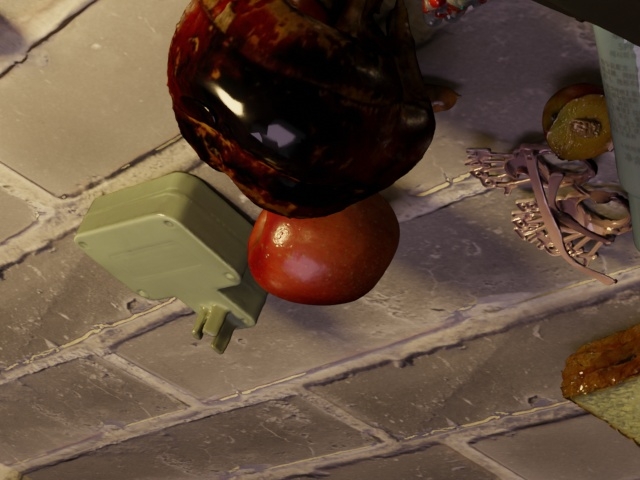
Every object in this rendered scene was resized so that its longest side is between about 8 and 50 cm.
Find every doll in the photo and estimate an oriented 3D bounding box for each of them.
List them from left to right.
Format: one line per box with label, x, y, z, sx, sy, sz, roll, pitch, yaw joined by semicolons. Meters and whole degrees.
doll;0.140;-0.263;1.449;0.094;0.079;0.180;-9;159;-10

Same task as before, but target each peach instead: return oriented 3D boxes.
peach;0.283;-0.135;1.593;0.098;0.061;0.098;-8;136;-8

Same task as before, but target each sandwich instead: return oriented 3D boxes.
sandwich;0.518;0.216;2.024;0.301;0.099;0.271;33;143;-20

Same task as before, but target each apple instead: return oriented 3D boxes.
apple;0.000;0.000;1.859;0.168;0.181;0.181;25;150;-14

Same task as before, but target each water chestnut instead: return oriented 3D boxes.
water chestnut;-0.020;-0.164;1.540;0.289;0.244;0.289;40;157;21

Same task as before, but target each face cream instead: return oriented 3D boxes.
face cream;0.340;-0.143;1.501;0.136;0.086;0.385;5;133;23

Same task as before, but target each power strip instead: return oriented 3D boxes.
power strip;-0.193;0.042;2.080;0.229;0.141;0.261;-12;136;43

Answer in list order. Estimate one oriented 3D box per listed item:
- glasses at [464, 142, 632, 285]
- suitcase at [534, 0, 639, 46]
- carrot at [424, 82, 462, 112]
glasses;0.270;-0.027;1.753;0.162;0.095;0.255;0;145;44
suitcase;0.231;-0.320;1.177;0.345;0.188;0.339;24;152;-10
carrot;0.037;-0.169;1.677;0.248;0.059;0.059;9;150;10
